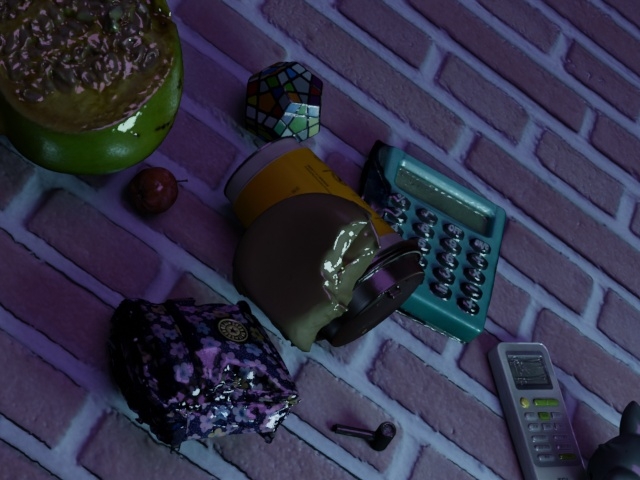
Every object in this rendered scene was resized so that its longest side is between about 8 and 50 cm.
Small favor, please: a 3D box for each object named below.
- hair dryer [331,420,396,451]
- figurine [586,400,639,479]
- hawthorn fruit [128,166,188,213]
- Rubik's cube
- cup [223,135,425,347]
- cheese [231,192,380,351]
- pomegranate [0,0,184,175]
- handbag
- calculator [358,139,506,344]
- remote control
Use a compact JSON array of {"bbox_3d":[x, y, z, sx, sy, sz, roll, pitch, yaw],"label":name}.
[{"bbox_3d":[0.057,0.257,1.949,0.083,0.047,0.026,13,53,-9],"label":"hair dryer"},{"bbox_3d":[0.463,0.394,2.060,0.265,0.140,0.193,50,42,-2],"label":"figurine"},{"bbox_3d":[-0.212,-0.074,1.969,0.103,0.067,0.066,-30,80,-45],"label":"hawthorn fruit"},{"bbox_3d":[-0.054,-0.199,2.126,0.133,0.133,0.112,-40,115,-44],"label":"Rubik's cube"},{"bbox_3d":[0.000,0.000,1.992,0.196,0.196,0.279,-26,69,-42],"label":"cup"},{"bbox_3d":[-0.017,0.025,1.849,0.175,0.202,0.091,50,14,22],"label":"cheese"},{"bbox_3d":[-0.352,-0.202,1.877,0.359,0.216,0.309,-30,79,-12],"label":"pomegranate"},{"bbox_3d":[-0.155,0.153,1.808,0.208,0.126,0.228,5,39,-31],"label":"handbag"},{"bbox_3d":[0.158,-0.001,2.176,0.248,0.058,0.274,28,50,-15],"label":"calculator"},{"bbox_3d":[0.321,0.267,2.124,0.103,0.034,0.250,4,58,-32],"label":"remote control"}]
